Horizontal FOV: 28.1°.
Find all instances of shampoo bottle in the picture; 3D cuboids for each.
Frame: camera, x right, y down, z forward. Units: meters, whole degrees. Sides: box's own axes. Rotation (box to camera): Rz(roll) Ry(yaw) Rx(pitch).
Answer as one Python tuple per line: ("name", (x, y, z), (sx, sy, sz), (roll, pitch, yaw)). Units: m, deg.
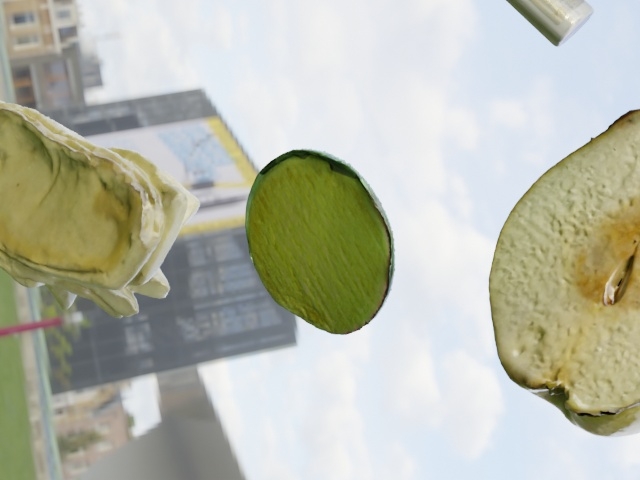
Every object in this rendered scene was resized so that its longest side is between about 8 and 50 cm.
("shampoo bottle", (0.303, -0.394, 1.920), (0.227, 0.086, 0.056), (46, -25, 8))

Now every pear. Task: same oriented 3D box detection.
("pear", (0.392, 0.052, 1.523), (0.340, 0.386, 0.191), (29, -6, 42))

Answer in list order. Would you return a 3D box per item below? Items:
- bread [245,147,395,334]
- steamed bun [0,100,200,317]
("bread", (0.000, 0.000, 1.513), (0.228, 0.033, 0.228), (16, -64, 35))
("steamed bun", (-0.324, -0.023, 1.643), (0.428, 0.189, 0.247), (21, -87, 33))
